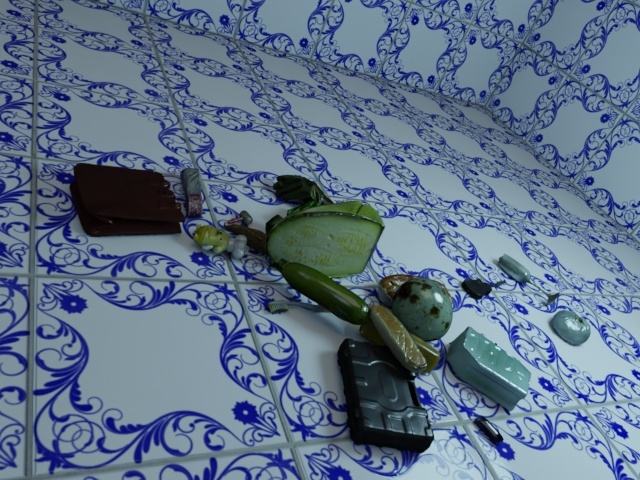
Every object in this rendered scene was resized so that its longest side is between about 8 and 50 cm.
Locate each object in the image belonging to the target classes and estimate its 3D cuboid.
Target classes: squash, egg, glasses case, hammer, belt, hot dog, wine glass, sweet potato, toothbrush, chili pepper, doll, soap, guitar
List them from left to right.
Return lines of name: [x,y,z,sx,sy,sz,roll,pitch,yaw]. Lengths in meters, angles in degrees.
belt: [-0.401,-0.159,1.731,0.053,0.071,0.232,2,39,-22]
doll: [-0.283,0.002,1.593,0.162,0.062,0.106,19,38,-14]
hammer: [-0.257,-0.066,1.744,0.083,0.031,0.052,-19,49,-35]
sweet potato: [-0.197,-0.006,1.662,0.205,0.068,0.060,26,74,2]
chili pepper: [-0.080,-0.056,1.805,0.099,0.083,0.253,37,38,19]
squash: [-0.005,0.132,1.531,0.331,0.087,0.087,30,32,18]
squash: [0.000,0.000,1.633,0.210,0.234,0.309,40,33,25]
toothbrush: [0.022,0.191,1.569,0.375,0.028,0.037,4,44,-30]
glasses case: [0.218,0.282,1.527,0.234,0.079,0.064,30,23,5]
hot dog: [0.300,0.166,1.755,0.268,0.075,0.144,3,41,-28]
egg: [0.298,0.206,1.595,0.231,0.169,0.169,50,12,-41]
guitar: [0.606,0.166,2.015,0.233,0.025,0.088,-6,43,-40]
soap: [0.478,0.360,1.589,0.230,0.091,0.145,33,33,9]
glasses case: [0.439,0.491,1.437,0.033,0.023,0.083,-10,47,-46]
wine glass: [0.796,0.145,2.145,0.074,0.074,0.262,-13,48,-45]

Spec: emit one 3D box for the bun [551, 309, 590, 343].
bun: [0.902,0.301,1.977,0.140,0.083,0.141,17,31,-11]

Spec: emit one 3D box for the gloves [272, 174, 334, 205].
gloves: [-0.042,-0.159,1.963,0.268,0.107,0.135,27,1,6]

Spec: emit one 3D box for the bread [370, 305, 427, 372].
bread: [0.201,0.261,1.449,0.073,0.053,0.214,-14,51,-30]

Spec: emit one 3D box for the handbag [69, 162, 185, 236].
handbag: [-0.546,-0.115,1.565,0.275,0.084,0.260,0,38,-36]

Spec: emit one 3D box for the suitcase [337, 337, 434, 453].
suitcase: [0.153,0.375,1.363,0.206,0.066,0.286,14,34,-17]
